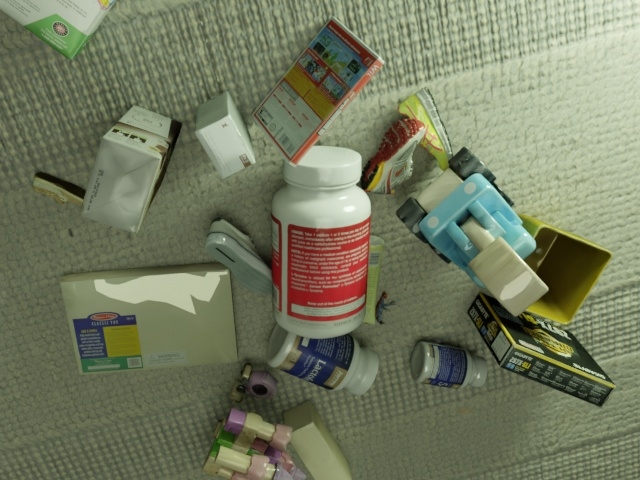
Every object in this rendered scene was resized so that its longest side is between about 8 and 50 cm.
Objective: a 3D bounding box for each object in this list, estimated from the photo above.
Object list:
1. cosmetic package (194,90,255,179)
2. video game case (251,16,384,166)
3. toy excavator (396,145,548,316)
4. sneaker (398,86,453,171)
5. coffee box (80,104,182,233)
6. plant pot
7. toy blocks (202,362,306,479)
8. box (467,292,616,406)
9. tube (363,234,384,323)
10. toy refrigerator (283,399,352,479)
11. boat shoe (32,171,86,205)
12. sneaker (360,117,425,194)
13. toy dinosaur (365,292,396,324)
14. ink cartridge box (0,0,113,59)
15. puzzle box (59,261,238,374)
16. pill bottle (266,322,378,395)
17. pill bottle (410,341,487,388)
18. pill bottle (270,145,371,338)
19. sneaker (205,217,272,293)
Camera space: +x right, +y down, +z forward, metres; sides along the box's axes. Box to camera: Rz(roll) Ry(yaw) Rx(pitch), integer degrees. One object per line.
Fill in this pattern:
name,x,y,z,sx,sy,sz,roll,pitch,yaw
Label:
cosmetic package,-0.203,-0.228,1.422,0.085,0.231,0.117,-26,114,5
video game case,-0.015,-0.319,1.430,0.285,0.204,0.025,-48,139,14
toy excavator,0.359,0.006,1.426,0.222,0.445,0.433,-44,142,11
sneaker,0.245,-0.248,1.564,0.094,0.081,0.209,-22,111,14
coffee box,-0.385,-0.157,1.395,0.118,0.297,0.168,19,111,-12
plant pot,0.545,0.050,1.667,0.212,0.187,0.212,20,110,-15
toy blocks,-0.145,0.548,1.730,0.259,0.309,0.289,22,127,-7
box,0.562,0.278,1.733,0.321,0.257,0.079,23,108,-16
tube,0.111,0.104,1.710,0.062,0.070,0.240,-13,122,-38
toy refrigerator,-0.008,0.591,1.884,0.094,0.102,0.270,-26,115,5
boat shoe,-0.589,-0.109,1.530,0.135,0.050,0.045,26,112,-7
sneaker,0.180,-0.192,1.554,0.092,0.088,0.225,13,139,-21
toy dinosaur,0.155,0.178,1.757,0.090,0.047,0.082,-7,97,7
ink cartridge box,-0.491,-0.534,1.312,0.201,0.117,0.278,36,105,-20
puzzle box,-0.420,0.196,1.682,0.408,0.052,0.272,-4,115,-6
pill bottle,0.007,0.295,1.726,0.264,0.153,0.153,25,108,-17
pill bottle,0.348,0.341,1.812,0.186,0.112,0.112,11,112,-12
pill bottle,0.000,0.000,1.551,0.228,0.229,0.408,-2,114,-7
sneaker,-0.178,0.037,1.621,0.094,0.091,0.258,-13,140,24
